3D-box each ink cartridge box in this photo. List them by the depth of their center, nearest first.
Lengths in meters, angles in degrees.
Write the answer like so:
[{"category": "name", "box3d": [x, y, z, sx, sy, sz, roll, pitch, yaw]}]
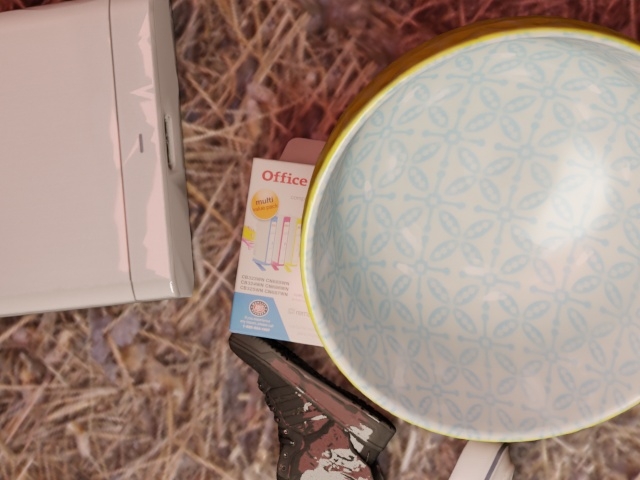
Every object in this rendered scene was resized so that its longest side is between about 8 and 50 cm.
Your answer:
[{"category": "ink cartridge box", "box3d": [0.000, 0.000, 1.348, 0.092, 0.090, 0.143, 8, 91, 19]}]

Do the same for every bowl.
[{"category": "bowl", "box3d": [0.123, -0.029, 1.253, 0.289, 0.156, 0.289, -2, 116, -5]}]

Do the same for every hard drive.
[{"category": "hard drive", "box3d": [-0.276, -0.055, 1.470, 0.353, 0.047, 0.233, -6, 86, 19]}]

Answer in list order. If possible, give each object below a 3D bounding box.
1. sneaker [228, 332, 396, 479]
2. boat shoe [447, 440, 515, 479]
[{"category": "sneaker", "box3d": [-0.014, 0.141, 1.369, 0.170, 0.051, 0.089, 33, 95, 14]}, {"category": "boat shoe", "box3d": [0.108, 0.260, 1.311, 0.084, 0.095, 0.258, 15, 104, 15]}]
